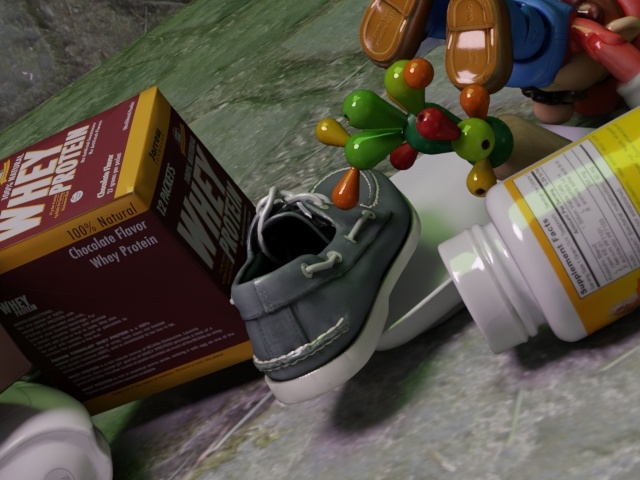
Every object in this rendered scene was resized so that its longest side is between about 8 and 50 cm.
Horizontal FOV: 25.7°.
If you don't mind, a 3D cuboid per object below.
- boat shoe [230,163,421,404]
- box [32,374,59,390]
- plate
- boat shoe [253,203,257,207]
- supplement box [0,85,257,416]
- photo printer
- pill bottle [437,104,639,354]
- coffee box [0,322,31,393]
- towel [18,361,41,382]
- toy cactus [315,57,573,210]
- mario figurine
[{"bbox_3d":[0.000,0.000,1.071,0.116,0.099,0.319,-25,20,20],"label":"boat shoe"},{"bbox_3d":[-0.241,0.131,1.372,0.201,0.021,0.164,-41,21,-28],"label":"box"},{"bbox_3d":[0.098,-0.006,1.163,0.278,0.045,0.277,-36,18,-14],"label":"plate"},{"bbox_3d":[-0.100,0.009,1.340,0.079,0.081,0.227,-63,6,17],"label":"boat shoe"},{"bbox_3d":[-0.162,0.014,1.146,0.191,0.194,0.129,-22,38,23],"label":"supplement box"},{"bbox_3d":[-0.311,0.226,1.095,0.307,0.107,0.256,-38,18,-23],"label":"photo printer"},{"bbox_3d":[0.190,-0.012,0.919,0.215,0.117,0.117,-29,18,6],"label":"pill bottle"},{"bbox_3d":[-0.375,0.092,1.091,0.297,0.168,0.119,-23,14,50],"label":"coffee box"},{"bbox_3d":[-0.358,0.109,1.412,0.324,0.056,0.312,-13,15,19],"label":"towel"},{"bbox_3d":[0.101,-0.067,1.026,0.219,0.180,0.112,173,107,-71],"label":"toy cactus"},{"bbox_3d":[0.175,-0.144,1.182,0.320,0.198,0.170,-7,-30,-51],"label":"mario figurine"}]
